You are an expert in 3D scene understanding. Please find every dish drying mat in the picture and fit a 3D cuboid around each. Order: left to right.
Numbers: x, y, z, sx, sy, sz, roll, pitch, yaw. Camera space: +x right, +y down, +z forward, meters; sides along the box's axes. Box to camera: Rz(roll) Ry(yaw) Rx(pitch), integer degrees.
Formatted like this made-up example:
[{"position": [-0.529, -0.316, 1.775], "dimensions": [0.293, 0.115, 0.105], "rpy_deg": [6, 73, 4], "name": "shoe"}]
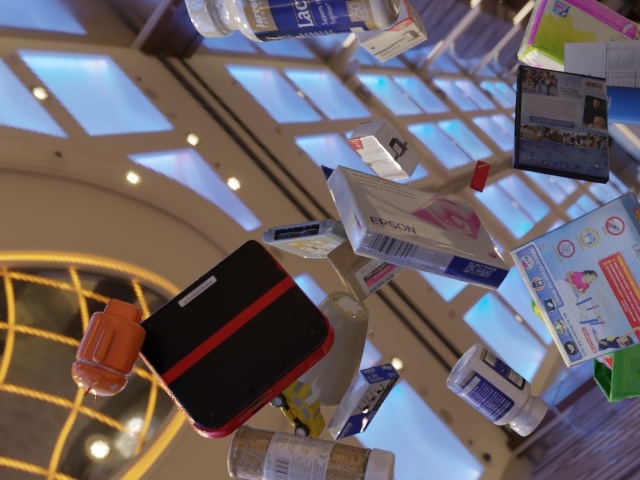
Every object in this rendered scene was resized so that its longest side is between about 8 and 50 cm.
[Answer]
[{"position": [0.355, -0.143, 1.721], "dimensions": [0.032, 0.008, 0.083], "rpy_deg": [25, -124, -2], "name": "dish drying mat"}]

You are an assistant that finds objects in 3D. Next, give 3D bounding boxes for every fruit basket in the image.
[{"position": [0.755, 0.266, 2.117], "dimensions": [0.391, 0.283, 0.392], "rpy_deg": [3, -179, 0], "name": "fruit basket"}]

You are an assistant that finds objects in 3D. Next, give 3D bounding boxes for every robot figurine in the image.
[{"position": [-0.459, 0.242, 1.685], "dimensions": [0.128, 0.158, 0.220], "rpy_deg": [32, -114, -36], "name": "robot figurine"}]

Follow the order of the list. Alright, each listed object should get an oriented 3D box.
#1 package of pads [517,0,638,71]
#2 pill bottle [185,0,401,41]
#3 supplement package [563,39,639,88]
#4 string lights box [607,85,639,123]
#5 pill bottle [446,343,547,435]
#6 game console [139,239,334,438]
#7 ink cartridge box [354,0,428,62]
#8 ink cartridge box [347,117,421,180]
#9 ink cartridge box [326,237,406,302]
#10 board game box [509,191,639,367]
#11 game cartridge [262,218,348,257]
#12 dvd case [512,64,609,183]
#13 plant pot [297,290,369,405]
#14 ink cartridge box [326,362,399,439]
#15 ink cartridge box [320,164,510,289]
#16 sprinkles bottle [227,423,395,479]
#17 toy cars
[{"position": [0.702, -0.537, 2.109], "dimensions": [0.296, 0.229, 0.101], "rpy_deg": [23, 169, -13], "name": "package of pads"}, {"position": [-0.036, -0.342, 1.014], "dimensions": [0.153, 0.264, 0.153], "rpy_deg": [-2, -90, -73], "name": "pill bottle"}, {"position": [0.704, -0.390, 1.905], "dimensions": [0.194, 0.203, 0.149], "rpy_deg": [16, -103, -71], "name": "supplement package"}, {"position": [0.667, -0.291, 1.683], "dimensions": [0.259, 0.077, 0.133], "rpy_deg": [13, -169, 36], "name": "string lights box"}, {"position": [0.362, 0.309, 1.580], "dimensions": [0.186, 0.112, 0.112], "rpy_deg": [38, -156, 3], "name": "pill bottle"}, {"position": [-0.198, 0.221, 1.775], "dimensions": [0.342, 0.386, 0.060], "rpy_deg": [46, 166, 26], "name": "game console"}, {"position": [0.194, -0.592, 2.162], "dimensions": [0.092, 0.158, 0.218], "rpy_deg": [68, -161, 8], "name": "ink cartridge box"}, {"position": [0.158, -0.222, 1.910], "dimensions": [0.150, 0.109, 0.063], "rpy_deg": [45, -114, -25], "name": "ink cartridge box"}, {"position": [0.149, 0.032, 1.977], "dimensions": [0.088, 0.234, 0.193], "rpy_deg": [50, 177, 29], "name": "ink cartridge box"}, {"position": [0.632, 0.094, 1.756], "dimensions": [0.086, 0.302, 0.308], "rpy_deg": [-17, -101, -47], "name": "board game box"}, {"position": [0.000, 0.000, 2.224], "dimensions": [0.198, 0.297, 0.062], "rpy_deg": [26, -113, -40], "name": "game cartridge"}, {"position": [0.469, -0.231, 1.512], "dimensions": [0.180, 0.022, 0.253], "rpy_deg": [9, -119, 2], "name": "dvd case"}, {"position": [0.026, 0.289, 2.241], "dimensions": [0.256, 0.274, 0.256], "rpy_deg": [20, -152, -11], "name": "plant pot"}, {"position": [0.098, 0.376, 1.808], "dimensions": [0.097, 0.207, 0.046], "rpy_deg": [-5, -135, -38], "name": "ink cartridge box"}, {"position": [0.183, -0.053, 1.568], "dimensions": [0.324, 0.071, 0.330], "rpy_deg": [14, -148, -23], "name": "ink cartridge box"}, {"position": [-0.019, 0.489, 1.691], "dimensions": [0.355, 0.121, 0.121], "rpy_deg": [7, -159, 14], "name": "sprinkles bottle"}, {"position": [-0.070, 0.306, 1.900], "dimensions": [0.176, 0.087, 0.394], "rpy_deg": [32, -151, -47], "name": "toy cars"}]
